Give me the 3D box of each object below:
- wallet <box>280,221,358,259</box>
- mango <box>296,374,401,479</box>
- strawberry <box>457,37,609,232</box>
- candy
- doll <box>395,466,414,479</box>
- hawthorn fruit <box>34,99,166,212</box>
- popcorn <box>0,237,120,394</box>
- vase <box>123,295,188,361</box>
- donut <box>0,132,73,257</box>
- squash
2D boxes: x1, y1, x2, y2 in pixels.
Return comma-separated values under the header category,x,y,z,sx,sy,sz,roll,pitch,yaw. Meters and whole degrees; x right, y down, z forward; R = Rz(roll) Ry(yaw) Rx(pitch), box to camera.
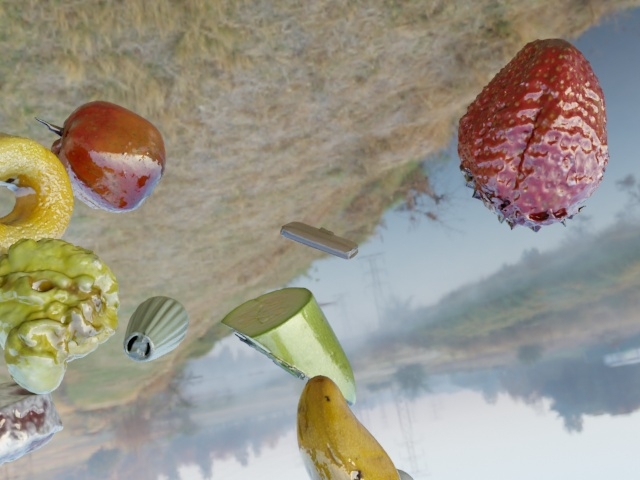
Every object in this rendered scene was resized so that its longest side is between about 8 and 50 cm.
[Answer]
category,x,y,z,sx,sy,sz,roll,pitch,yaw
wallet,0.000,0.000,1.509,0.152,0.039,0.118,18,-169,12
mango,0.039,0.386,1.315,0.120,0.295,0.177,-37,172,20
strawberry,0.346,-0.176,1.199,0.250,0.288,0.238,24,-151,18
candy,-0.676,0.381,1.507,0.214,0.157,0.289,-17,179,44
doll,0.115,0.537,1.575,0.245,0.142,0.076,-10,-164,22
hawthorn fruit,-0.516,-0.203,1.711,0.300,0.254,0.254,27,149,-29
popcorn,-0.471,0.115,1.327,0.225,0.286,0.174,-28,141,-14
vase,-0.368,0.201,1.636,0.128,0.128,0.248,-11,-172,3
donut,-0.631,-0.078,1.497,0.110,0.303,0.303,-1,176,36
squash,-0.051,0.281,1.702,0.210,0.309,0.233,-30,-161,-24
